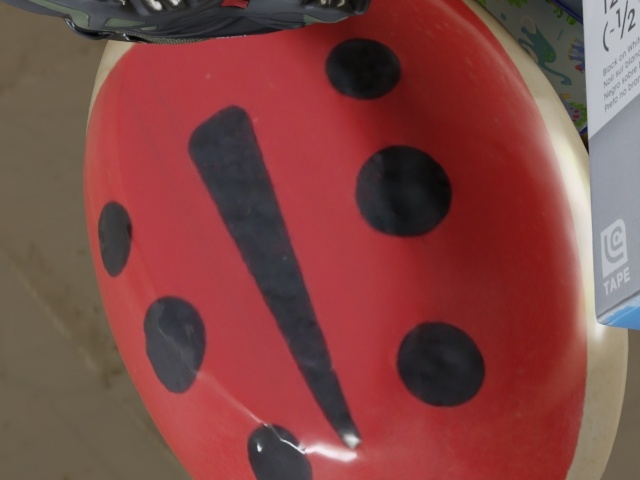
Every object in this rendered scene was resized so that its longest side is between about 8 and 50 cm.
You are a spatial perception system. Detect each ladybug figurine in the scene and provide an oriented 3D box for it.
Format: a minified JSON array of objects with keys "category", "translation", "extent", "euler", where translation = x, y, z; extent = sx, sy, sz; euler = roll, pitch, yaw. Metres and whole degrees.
[{"category":"ladybug figurine","translation":[0.000,0.000,1.091],"extent":[0.305,0.162,0.449],"euler":[-36,-118,15]}]

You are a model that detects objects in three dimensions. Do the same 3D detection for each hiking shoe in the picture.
[{"category":"hiking shoe","translation":[-0.086,-0.110,0.762],"extent":[0.227,0.086,0.114],"euler":[5,165,-44]}]

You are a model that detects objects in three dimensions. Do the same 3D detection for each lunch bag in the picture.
[{"category":"lunch bag","translation":[0.135,-0.160,1.202],"extent":[0.151,0.129,0.096],"euler":[36,-114,16]}]

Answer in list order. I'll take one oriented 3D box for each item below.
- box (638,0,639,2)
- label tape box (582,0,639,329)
[{"category":"box","translation":[0.199,-0.042,0.345],"extent":[0.215,0.168,0.345],"euler":[-40,-130,12]},{"category":"label tape box","translation":[0.255,-0.118,0.892],"extent":[0.249,0.115,0.347],"euler":[9,-112,-18]}]
